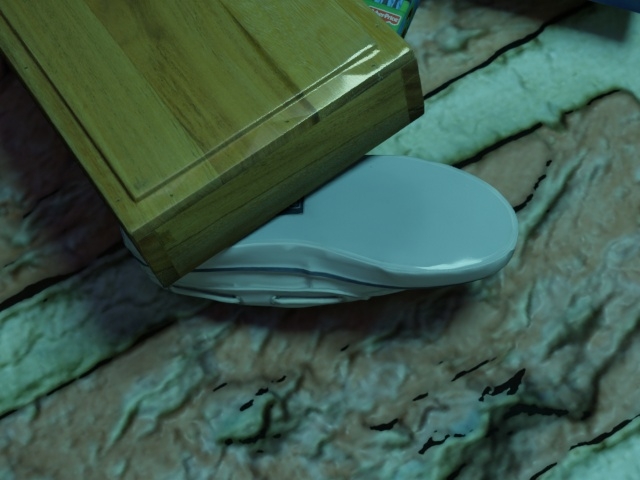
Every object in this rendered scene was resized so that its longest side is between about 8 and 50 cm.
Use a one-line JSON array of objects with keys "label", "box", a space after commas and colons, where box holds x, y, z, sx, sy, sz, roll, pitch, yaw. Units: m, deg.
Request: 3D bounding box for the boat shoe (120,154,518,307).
[{"label": "boat shoe", "box": [0.000, 0.000, 0.739, 0.258, 0.084, 0.095, 5, 57, 11]}]

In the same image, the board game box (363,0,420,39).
[{"label": "board game box", "box": [0.023, -0.259, 0.863, 0.160, 0.039, 0.211, 20, 70, 11]}]

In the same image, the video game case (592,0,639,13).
[{"label": "video game case", "box": [0.148, -0.314, 0.825, 0.270, 0.061, 0.244, 17, 69, 9]}]

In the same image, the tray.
[{"label": "tray", "box": [-0.132, -0.178, 0.774, 0.203, 0.076, 0.411, -34, 58, -9]}]
